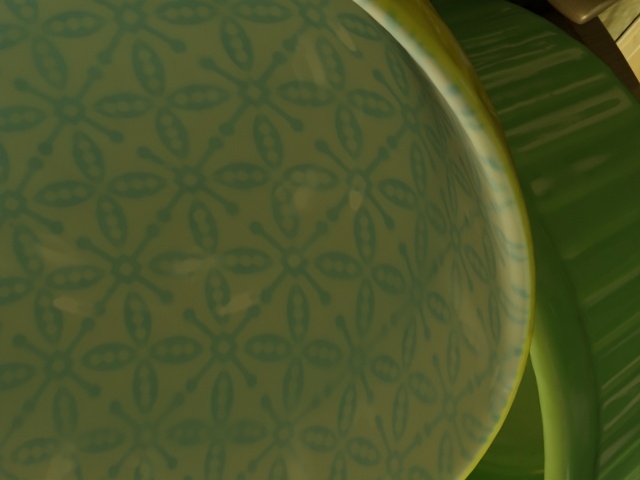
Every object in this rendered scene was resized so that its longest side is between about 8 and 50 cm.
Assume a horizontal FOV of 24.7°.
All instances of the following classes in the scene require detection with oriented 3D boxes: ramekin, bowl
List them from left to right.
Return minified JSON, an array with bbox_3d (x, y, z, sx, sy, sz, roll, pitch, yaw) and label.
[{"bbox_3d":[-0.074,-0.024,0.511,0.289,0.289,0.156,-32,-152,25],"label":"bowl"},{"bbox_3d":[0.033,0.028,0.688,0.148,0.303,0.303,-24,168,-40],"label":"ramekin"}]

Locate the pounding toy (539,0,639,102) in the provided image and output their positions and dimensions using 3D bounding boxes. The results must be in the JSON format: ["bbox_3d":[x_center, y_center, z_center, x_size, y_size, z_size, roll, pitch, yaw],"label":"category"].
[{"bbox_3d":[0.164,-0.079,0.804,0.154,0.154,0.269,-27,167,6],"label":"pounding toy"}]

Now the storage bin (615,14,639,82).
[{"bbox_3d":[0.301,-0.033,0.998,0.123,0.262,0.260,-22,166,-23],"label":"storage bin"}]
